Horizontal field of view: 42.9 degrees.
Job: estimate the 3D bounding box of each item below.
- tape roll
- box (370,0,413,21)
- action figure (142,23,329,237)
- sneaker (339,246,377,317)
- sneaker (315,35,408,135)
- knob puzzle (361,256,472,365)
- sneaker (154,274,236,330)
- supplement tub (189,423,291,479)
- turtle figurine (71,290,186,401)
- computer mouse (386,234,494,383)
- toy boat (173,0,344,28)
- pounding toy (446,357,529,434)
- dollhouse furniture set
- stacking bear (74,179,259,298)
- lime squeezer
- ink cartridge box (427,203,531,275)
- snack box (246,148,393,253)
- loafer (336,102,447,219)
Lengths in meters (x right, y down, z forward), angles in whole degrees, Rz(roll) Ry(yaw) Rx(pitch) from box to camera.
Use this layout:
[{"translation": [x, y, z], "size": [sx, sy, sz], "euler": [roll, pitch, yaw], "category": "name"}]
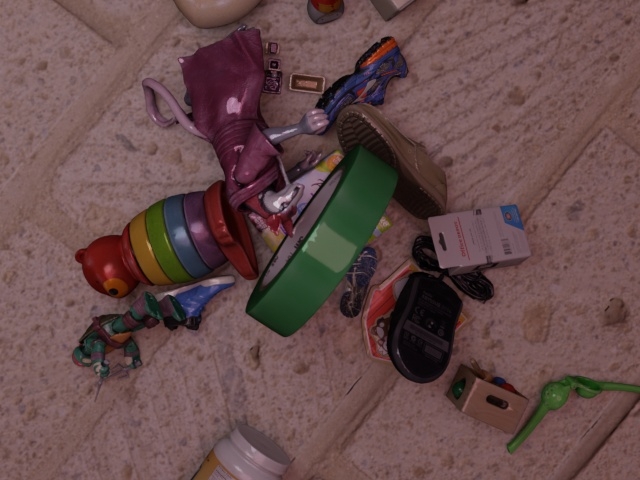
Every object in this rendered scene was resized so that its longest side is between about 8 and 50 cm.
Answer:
[{"translation": [0.000, 0.000, 1.291], "size": [0.077, 0.321, 0.321], "euler": [33, 91, -7], "category": "tape roll"}, {"translation": [0.081, -0.531, 1.433], "size": [0.094, 0.113, 0.275], "euler": [-38, 99, -3], "category": "box"}, {"translation": [-0.133, -0.164, 1.317], "size": [0.276, 0.248, 0.370], "euler": [-15, 65, -6], "category": "action figure"}, {"translation": [0.069, 0.074, 1.509], "size": [0.052, 0.058, 0.135], "euler": [21, 98, 7], "category": "sneaker"}, {"translation": [0.074, -0.266, 1.471], "size": [0.221, 0.083, 0.087], "euler": [-44, 106, 3], "category": "sneaker"}, {"translation": [0.163, 0.157, 1.538], "size": [0.213, 0.030, 0.213], "euler": [-1, 95, -6], "category": "knob puzzle"}, {"translation": [-0.219, 0.117, 1.480], "size": [0.152, 0.058, 0.084], "euler": [-16, 90, 0], "category": "sneaker"}, {"translation": [-0.160, 0.449, 1.472], "size": [0.144, 0.144, 0.199], "euler": [35, 90, -7], "category": "supplement tub"}, {"translation": [-0.354, 0.178, 1.414], "size": [0.234, 0.175, 0.118], "euler": [-38, 89, 13], "category": "turtle figurine"}, {"translation": [0.197, 0.143, 1.486], "size": [0.189, 0.072, 0.272], "euler": [35, 59, -11], "category": "computer mouse"}, {"translation": [-0.107, -0.466, 1.416], "size": [0.318, 0.148, 0.267], "euler": [23, 87, 0], "category": "toy boat"}, {"translation": [0.304, 0.276, 1.511], "size": [0.141, 0.130, 0.100], "euler": [25, 92, -7], "category": "pounding toy"}, {"translation": [-0.044, -0.306, 1.452], "size": [0.114, 0.081, 0.090], "euler": [6, 94, -6], "category": "dollhouse furniture set"}, {"translation": [-0.278, 0.015, 1.421], "size": [0.289, 0.164, 0.175], "euler": [-20, 140, 6], "category": "stacking bear"}, {"translation": [0.496, 0.311, 1.571], "size": [0.311, 0.059, 0.109], "euler": [-21, 96, -4], "category": "lime squeezer"}, {"translation": [0.281, 0.001, 1.493], "size": [0.180, 0.060, 0.104], "euler": [-7, 73, -14], "category": "ink cartridge box"}, {"translation": [-0.002, -0.038, 1.485], "size": [0.207, 0.070, 0.174], "euler": [-37, 97, -3], "category": "snack box"}, {"translation": [0.133, -0.151, 1.472], "size": [0.268, 0.102, 0.092], "euler": [47, 45, -21], "category": "loafer"}]
